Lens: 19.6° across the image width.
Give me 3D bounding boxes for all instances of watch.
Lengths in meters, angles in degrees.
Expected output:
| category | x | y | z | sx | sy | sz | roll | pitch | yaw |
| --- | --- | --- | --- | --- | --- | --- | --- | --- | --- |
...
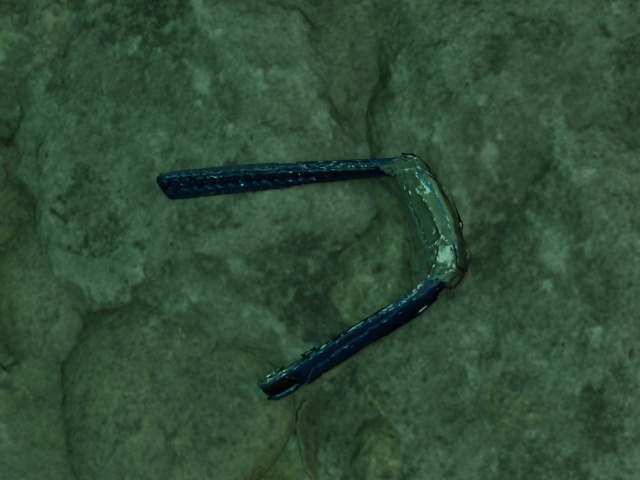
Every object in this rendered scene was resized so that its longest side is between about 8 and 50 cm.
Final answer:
| category | x | y | z | sx | sy | sz | roll | pitch | yaw |
| --- | --- | --- | --- | --- | --- | --- | --- | --- | --- |
| watch | 0.000 | -0.013 | 1.967 | 0.274 | 0.068 | 0.276 | -31 | 75 | 11 |
